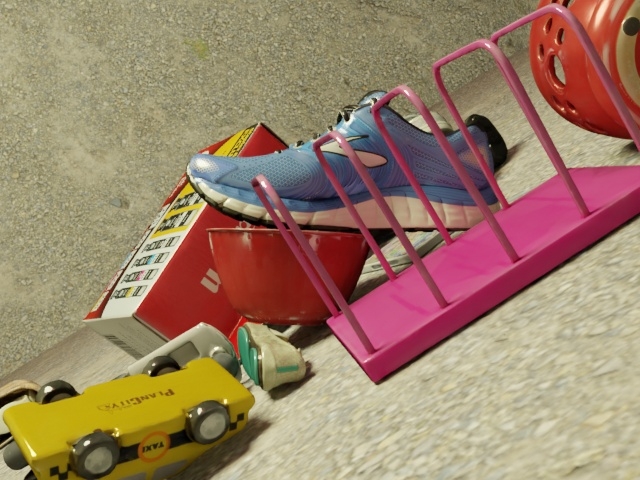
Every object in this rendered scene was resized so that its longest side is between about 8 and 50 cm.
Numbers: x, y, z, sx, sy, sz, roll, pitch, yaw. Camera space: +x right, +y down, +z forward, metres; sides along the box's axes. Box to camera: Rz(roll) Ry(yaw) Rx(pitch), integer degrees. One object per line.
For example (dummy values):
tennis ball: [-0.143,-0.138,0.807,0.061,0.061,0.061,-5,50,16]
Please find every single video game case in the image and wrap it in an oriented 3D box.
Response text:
video game case: [0.107,0.006,1.024,0.087,0.011,0.122,-35,8,-28]

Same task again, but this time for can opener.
can opener: [-0.209,0.183,0.881,0.283,0.076,0.095,-31,6,8]

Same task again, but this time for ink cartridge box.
ink cartridge box: [-0.138,0.009,1.115,0.272,0.130,0.309,-13,43,57]

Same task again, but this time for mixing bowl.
mixing bowl: [-0.035,0.039,0.917,0.181,0.098,0.181,3,-1,0]

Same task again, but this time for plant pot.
plant pot: [0.313,-0.185,0.799,0.191,0.191,0.174,-31,15,3]

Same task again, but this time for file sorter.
file sorter: [0.104,-0.050,0.741,0.290,0.182,0.202,-32,7,-4]

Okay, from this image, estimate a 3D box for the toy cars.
toy cars: [-0.176,0.196,0.596,0.176,0.087,0.394,8,20,12]

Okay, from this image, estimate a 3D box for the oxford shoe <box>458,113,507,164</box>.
oxford shoe: [0.200,-0.117,1.209,0.096,0.083,0.227,-34,2,36]

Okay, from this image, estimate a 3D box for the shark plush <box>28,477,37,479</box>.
shark plush: [-0.225,0.222,0.712,0.161,0.067,0.073,-37,9,-38]

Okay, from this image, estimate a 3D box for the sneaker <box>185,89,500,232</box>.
sneaker: [0.024,-0.081,0.902,0.330,0.147,0.130,0,-2,-6]

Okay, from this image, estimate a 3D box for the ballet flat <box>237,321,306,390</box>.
ballet flat: [-0.048,0.114,0.833,0.052,0.057,0.168,-4,6,-11]

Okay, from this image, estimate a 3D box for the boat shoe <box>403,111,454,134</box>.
boat shoe: [0.106,-0.130,1.351,0.118,0.103,0.320,-18,-10,-20]

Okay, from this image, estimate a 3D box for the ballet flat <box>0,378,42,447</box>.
ballet flat: [-0.575,0.321,1.363,0.316,0.107,0.106,-38,17,-36]

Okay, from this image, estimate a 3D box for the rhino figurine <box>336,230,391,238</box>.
rhino figurine: [0.042,-0.031,1.216,0.106,0.073,0.243,13,-20,-35]
